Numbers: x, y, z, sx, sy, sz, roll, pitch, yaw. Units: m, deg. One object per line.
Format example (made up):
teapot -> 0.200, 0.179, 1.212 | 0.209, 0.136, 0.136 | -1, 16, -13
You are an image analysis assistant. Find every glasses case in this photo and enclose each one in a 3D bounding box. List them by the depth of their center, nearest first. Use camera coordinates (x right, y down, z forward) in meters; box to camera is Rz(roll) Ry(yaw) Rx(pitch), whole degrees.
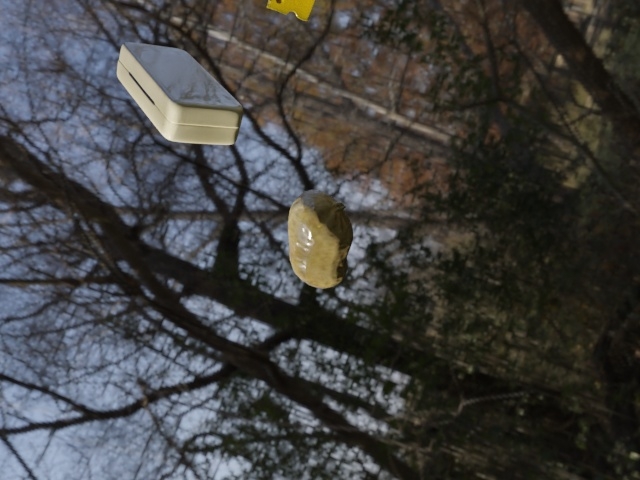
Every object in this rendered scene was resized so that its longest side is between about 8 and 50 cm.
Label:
glasses case -> -0.252, -0.261, 1.439 | 0.131, 0.313, 0.070 | 0, -60, -32

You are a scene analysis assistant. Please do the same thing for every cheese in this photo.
cheese -> -0.042, -0.529, 1.620 | 0.126, 0.093, 0.171 | 35, 110, 66

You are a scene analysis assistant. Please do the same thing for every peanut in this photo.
peanut -> 0.000, 0.000, 1.606 | 0.129, 0.129, 0.224 | -60, -21, -43
